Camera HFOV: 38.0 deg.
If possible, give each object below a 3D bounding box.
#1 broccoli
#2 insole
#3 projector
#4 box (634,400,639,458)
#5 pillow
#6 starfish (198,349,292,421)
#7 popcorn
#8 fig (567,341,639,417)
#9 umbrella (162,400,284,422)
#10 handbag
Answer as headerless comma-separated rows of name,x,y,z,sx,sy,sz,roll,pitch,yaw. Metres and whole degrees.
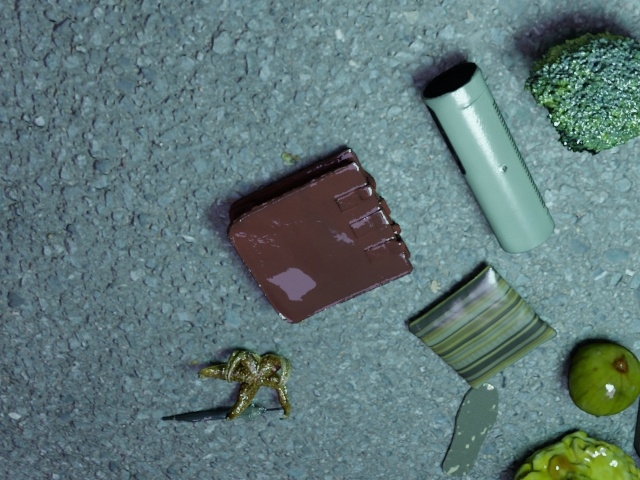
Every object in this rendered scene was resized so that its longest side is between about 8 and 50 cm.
broccoli,0.441,-0.237,1.501,0.226,0.176,0.198,0,101,10
insole,0.312,0.395,1.930,0.081,0.011,0.248,12,117,-6
projector,0.291,-0.135,1.590,0.108,0.108,0.337,-26,115,13
box,0.725,0.359,1.819,0.153,0.188,0.252,-2,116,0
pillow,0.311,0.171,1.787,0.208,0.052,0.212,-39,110,21
starfish,-0.146,0.283,1.828,0.190,0.074,0.146,7,117,-5
popcorn,0.525,0.524,1.883,0.258,0.270,0.224,-36,128,-33
fig,0.541,0.272,1.817,0.148,0.186,0.142,3,75,-24
umbrella,-0.191,0.349,1.892,0.269,0.044,0.044,-3,145,11
handbag,0.000,-0.001,1.673,0.275,0.084,0.260,-27,115,12
